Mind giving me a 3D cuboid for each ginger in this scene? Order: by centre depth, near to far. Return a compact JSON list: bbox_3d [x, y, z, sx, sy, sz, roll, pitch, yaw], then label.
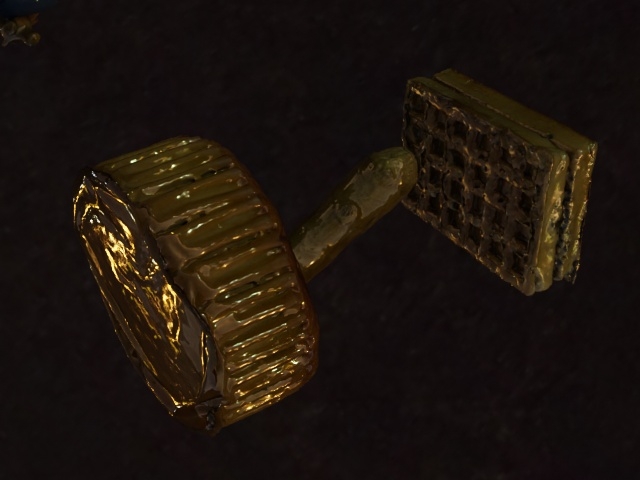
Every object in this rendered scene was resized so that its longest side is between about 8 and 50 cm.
[{"bbox_3d":[-0.002,-0.003,1.499,0.065,0.299,0.118,47,169,7],"label":"ginger"}]

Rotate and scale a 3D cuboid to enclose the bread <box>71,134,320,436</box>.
[{"bbox_3d":[-0.080,0.025,0.881,0.199,0.104,0.199,46,150,37],"label":"bread"}]

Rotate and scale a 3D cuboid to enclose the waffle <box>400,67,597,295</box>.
[{"bbox_3d":[0.224,-0.085,1.762,0.308,0.091,0.212,40,135,47],"label":"waffle"}]

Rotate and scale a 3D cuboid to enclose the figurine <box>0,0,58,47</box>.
[{"bbox_3d":[-0.285,-0.255,1.026,0.276,0.158,0.161,21,153,37],"label":"figurine"}]
